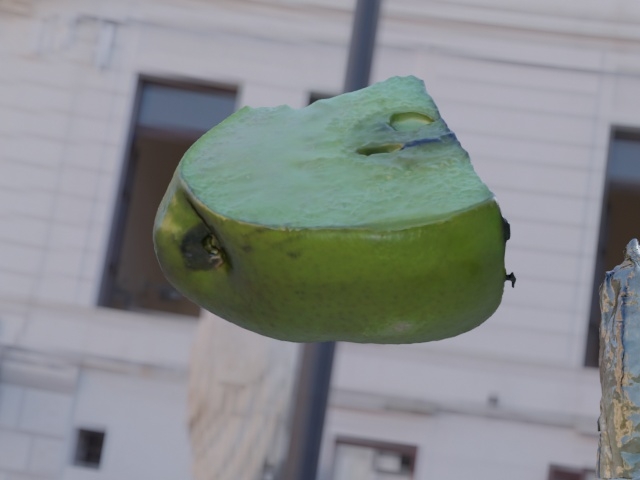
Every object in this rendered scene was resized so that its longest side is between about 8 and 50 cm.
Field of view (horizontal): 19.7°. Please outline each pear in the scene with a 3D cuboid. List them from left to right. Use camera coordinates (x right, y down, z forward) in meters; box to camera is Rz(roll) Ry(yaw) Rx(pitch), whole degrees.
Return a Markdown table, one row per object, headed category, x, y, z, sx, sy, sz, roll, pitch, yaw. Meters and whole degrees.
| category | x | y | z | sx | sy | sz | roll | pitch | yaw |
| --- | --- | --- | --- | --- | --- | --- | --- | --- | --- |
| pear | 0.000 | 0.000 | 1.588 | 0.281 | 0.176 | 0.286 | -11 | 31 | -8 |

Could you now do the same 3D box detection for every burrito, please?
| category | x | y | z | sx | sy | sz | roll | pitch | yaw |
| --- | --- | --- | --- | --- | --- | --- | --- | --- | --- |
| burrito | 0.187 | 0.090 | 1.101 | 0.045 | 0.188 | 0.058 | 5 | -20 | -12 |

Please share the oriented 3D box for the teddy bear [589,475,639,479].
| category | x | y | z | sx | sy | sz | roll | pitch | yaw |
| --- | --- | --- | --- | --- | --- | --- | --- | --- | --- |
| teddy bear | 0.103 | 0.193 | 0.656 | 0.267 | 0.256 | 0.156 | 36 | -22 | 46 |
